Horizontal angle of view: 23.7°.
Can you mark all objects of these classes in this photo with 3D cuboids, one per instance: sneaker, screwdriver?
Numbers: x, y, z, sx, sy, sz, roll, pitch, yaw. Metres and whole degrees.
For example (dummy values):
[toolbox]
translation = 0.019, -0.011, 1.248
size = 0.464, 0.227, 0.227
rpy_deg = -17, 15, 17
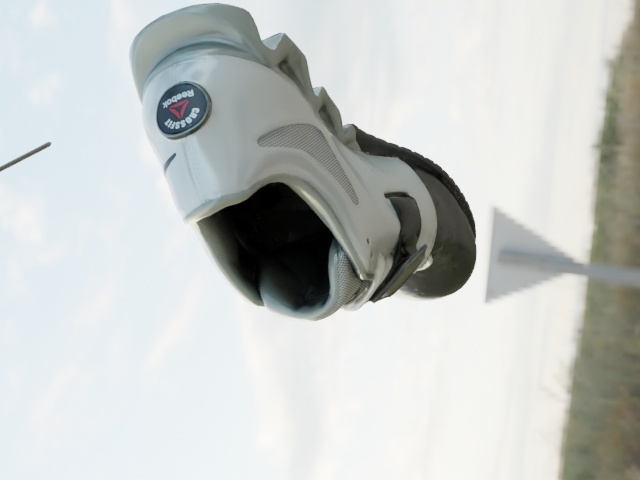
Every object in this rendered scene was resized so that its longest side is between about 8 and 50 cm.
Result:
[sneaker]
translation = 0.000, 0.000, 0.935
size = 0.330, 0.122, 0.146
rpy_deg = 33, -140, -49
[screwdriver]
translation = -0.252, -0.048, 1.168
size = 0.170, 0.024, 0.025
rpy_deg = -32, -63, -62
